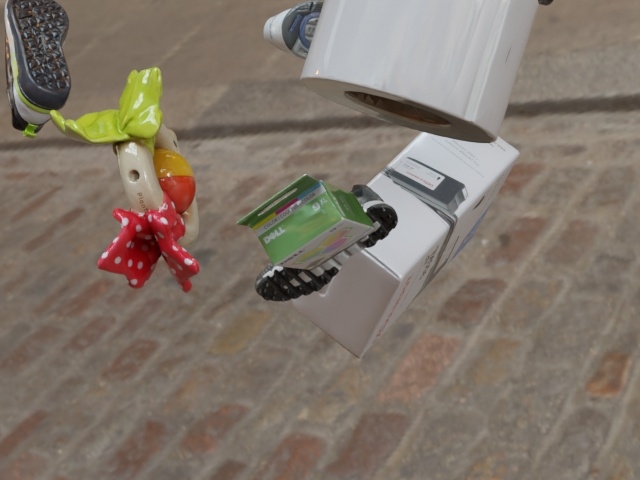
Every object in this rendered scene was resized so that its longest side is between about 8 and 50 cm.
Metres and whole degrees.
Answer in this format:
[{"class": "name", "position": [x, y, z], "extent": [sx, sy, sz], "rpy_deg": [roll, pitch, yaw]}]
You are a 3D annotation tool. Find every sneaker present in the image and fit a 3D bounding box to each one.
[{"class": "sneaker", "position": [0.047, -0.312, 1.657], "extent": [0.297, 0.111, 0.129], "rpy_deg": [12, 5, -34]}, {"class": "sneaker", "position": [0.000, 0.000, 1.545], "extent": [0.234, 0.078, 0.106], "rpy_deg": [-36, 39, 10]}, {"class": "sneaker", "position": [-0.376, -0.226, 1.356], "extent": [0.097, 0.084, 0.234], "rpy_deg": [-50, 37, 34]}]

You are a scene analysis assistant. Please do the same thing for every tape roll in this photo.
[{"class": "tape roll", "position": [0.115, -0.230, 1.245], "extent": [0.246, 0.246, 0.169], "rpy_deg": [16, 89, 48]}]

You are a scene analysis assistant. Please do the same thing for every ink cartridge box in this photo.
[{"class": "ink cartridge box", "position": [-0.014, -0.018, 1.348], "extent": [0.109, 0.062, 0.209], "rpy_deg": [-33, -13, 12]}, {"class": "ink cartridge box", "position": [0.153, -0.016, 1.915], "extent": [0.166, 0.285, 0.395], "rpy_deg": [38, 55, 13]}]

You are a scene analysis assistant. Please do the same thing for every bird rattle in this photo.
[{"class": "bird rattle", "position": [-0.181, -0.062, 1.194], "extent": [0.143, 0.253, 0.207], "rpy_deg": [-27, -8, 11]}]

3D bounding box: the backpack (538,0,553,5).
[{"class": "backpack", "position": [0.291, -0.540, 1.734], "extent": [0.273, 0.290, 0.355], "rpy_deg": [38, 35, 19]}]
